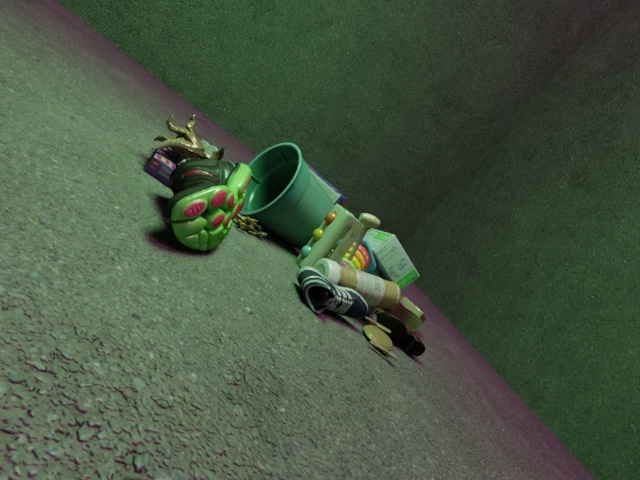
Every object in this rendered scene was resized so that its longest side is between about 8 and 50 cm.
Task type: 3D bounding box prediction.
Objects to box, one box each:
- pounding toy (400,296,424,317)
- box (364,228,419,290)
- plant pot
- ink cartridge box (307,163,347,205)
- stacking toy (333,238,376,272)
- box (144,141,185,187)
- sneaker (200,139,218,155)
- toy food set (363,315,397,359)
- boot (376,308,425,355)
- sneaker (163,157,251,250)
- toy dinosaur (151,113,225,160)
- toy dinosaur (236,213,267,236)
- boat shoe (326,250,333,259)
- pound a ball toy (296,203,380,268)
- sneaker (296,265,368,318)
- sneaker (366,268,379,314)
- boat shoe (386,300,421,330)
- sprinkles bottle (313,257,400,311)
[{"bbox_3d":[0.439,0.370,2.223,0.181,0.094,0.206,42,-5,30],"label":"pounding toy"},{"bbox_3d":[0.287,0.082,1.963,0.231,0.126,0.262,56,-8,-15],"label":"box"},{"bbox_3d":[-0.122,-0.152,1.749,0.334,0.341,0.341,44,5,-41],"label":"plant pot"},{"bbox_3d":[-0.036,-0.231,2.543,0.395,0.270,0.151,44,15,18],"label":"ink cartridge box"},{"bbox_3d":[0.089,0.118,1.749,0.302,0.175,0.166,-45,119,-54],"label":"stacking toy"},{"bbox_3d":[-0.467,-0.232,1.455,0.201,0.057,0.293,36,11,-25],"label":"box"},{"bbox_3d":[-0.512,-0.404,2.068,0.212,0.080,0.094,47,-1,42],"label":"sneaker"},{"bbox_3d":[0.201,0.349,1.524,0.132,0.038,0.192,32,16,-8],"label":"toy food set"},{"bbox_3d":[0.289,0.326,1.793,0.264,0.096,0.280,32,9,-22],"label":"boot"},{"bbox_3d":[-0.328,-0.114,1.179,0.202,0.185,0.483,15,18,-3],"label":"sneaker"},{"bbox_3d":[-0.422,-0.303,1.440,0.200,0.127,0.296,47,15,-4],"label":"toy dinosaur"},{"bbox_3d":[-0.275,-0.069,1.521,0.211,0.064,0.112,47,-12,-22],"label":"toy dinosaur"},{"bbox_3d":[-0.025,0.010,1.964,0.105,0.113,0.306,18,39,-53],"label":"boat shoe"},{"bbox_3d":[0.052,-0.004,1.628,0.135,0.319,0.208,32,9,-25],"label":"pound a ball toy"},{"bbox_3d":[0.048,0.196,1.398,0.282,0.099,0.153,33,9,-17],"label":"sneaker"},{"bbox_3d":[0.192,0.184,1.877,0.135,0.150,0.366,36,9,-18],"label":"sneaker"},{"bbox_3d":[0.332,0.311,2.034,0.302,0.113,0.103,45,-10,-4],"label":"boat shoe"},{"bbox_3d":[0.134,0.169,1.599,0.355,0.121,0.121,20,19,-32],"label":"sprinkles bottle"}]
